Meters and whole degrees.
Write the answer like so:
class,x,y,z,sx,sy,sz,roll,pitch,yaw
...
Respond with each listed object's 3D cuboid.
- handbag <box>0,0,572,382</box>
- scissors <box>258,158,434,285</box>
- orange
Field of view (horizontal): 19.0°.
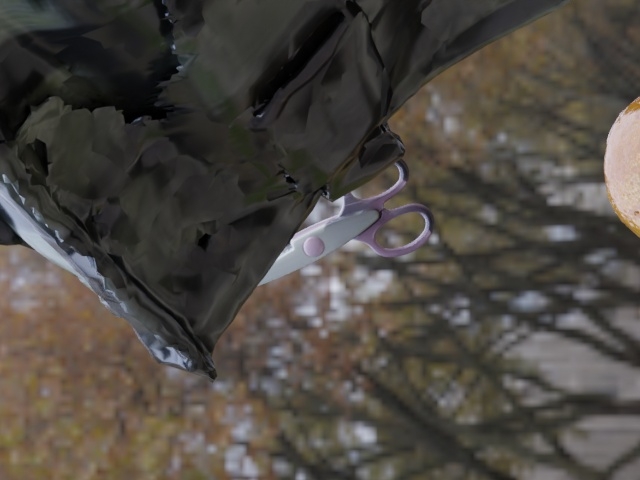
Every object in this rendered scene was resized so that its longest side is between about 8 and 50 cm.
class,x,y,z,sx,sy,sz,roll,pitch,yaw
handbag,0.020,-0.145,0.422,0.162,0.325,0.327,63,178,36
scissors,0.000,0.000,1.506,0.085,0.176,0.022,61,-174,-17
orange,0.236,-0.041,1.134,0.135,0.135,0.118,-42,-63,-74
